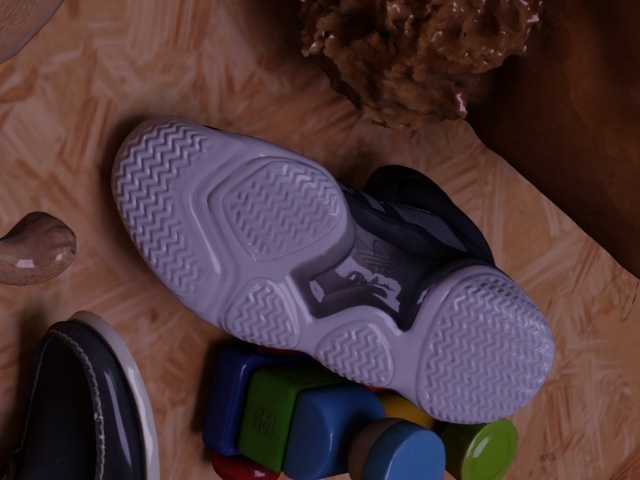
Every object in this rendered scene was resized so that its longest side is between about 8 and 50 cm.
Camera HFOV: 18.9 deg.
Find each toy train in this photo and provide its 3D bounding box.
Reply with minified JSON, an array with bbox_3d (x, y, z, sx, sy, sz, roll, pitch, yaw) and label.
[{"bbox_3d":[0.061,0.104,1.155,0.248,0.143,0.105,-3,111,-48],"label":"toy train"}]

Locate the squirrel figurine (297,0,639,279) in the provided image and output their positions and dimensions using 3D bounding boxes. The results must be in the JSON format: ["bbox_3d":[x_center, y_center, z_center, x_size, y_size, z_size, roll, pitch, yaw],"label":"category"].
[{"bbox_3d":[0.183,-0.182,0.951,0.370,0.397,0.281,119,-19,-58],"label":"squirrel figurine"}]

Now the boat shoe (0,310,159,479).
[{"bbox_3d":[-0.138,0.150,0.996,0.079,0.084,0.233,-13,121,-46],"label":"boat shoe"}]

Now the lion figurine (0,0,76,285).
[{"bbox_3d":[-0.156,-0.111,0.785,0.392,0.142,0.240,-65,155,-13],"label":"lion figurine"}]

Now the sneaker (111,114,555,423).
[{"bbox_3d":[0.000,0.000,1.072,0.268,0.153,0.101,29,106,-18],"label":"sneaker"}]
